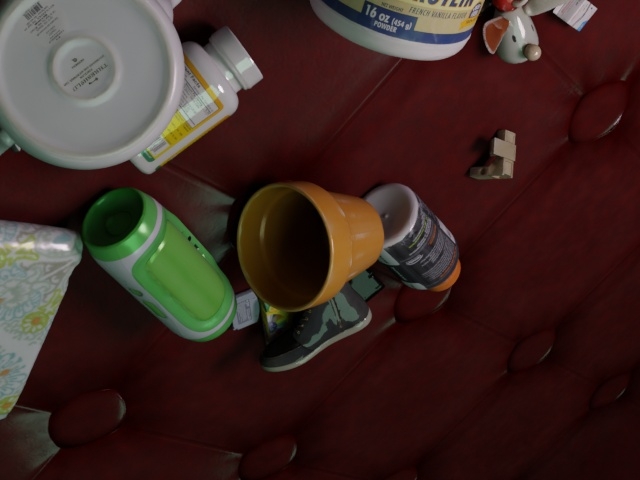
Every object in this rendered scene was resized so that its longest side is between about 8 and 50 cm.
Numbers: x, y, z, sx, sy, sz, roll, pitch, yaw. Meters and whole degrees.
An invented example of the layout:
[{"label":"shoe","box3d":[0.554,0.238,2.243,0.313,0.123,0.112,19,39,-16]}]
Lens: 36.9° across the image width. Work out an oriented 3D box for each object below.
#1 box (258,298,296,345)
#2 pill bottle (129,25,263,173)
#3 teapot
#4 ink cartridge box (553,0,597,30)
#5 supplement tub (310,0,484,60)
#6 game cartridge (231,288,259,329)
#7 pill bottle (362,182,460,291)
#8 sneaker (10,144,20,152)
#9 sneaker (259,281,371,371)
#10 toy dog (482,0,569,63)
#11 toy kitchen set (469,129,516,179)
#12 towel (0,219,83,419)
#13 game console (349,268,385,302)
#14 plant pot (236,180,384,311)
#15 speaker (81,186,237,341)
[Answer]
[{"label":"box","box3d":[-0.056,0.144,1.772,0.105,0.043,0.179,-22,140,-16]},{"label":"pill bottle","box3d":[-0.186,-0.194,1.293,0.208,0.117,0.117,-37,140,0]},{"label":"teapot","box3d":[-0.292,-0.204,1.164,0.256,0.187,0.253,2,98,-16]},{"label":"ink cartridge box","box3d":[0.424,-0.384,1.599,0.048,0.028,0.083,-54,153,20]},{"label":"supplement tub","box3d":[0.130,-0.415,1.219,0.228,0.228,0.316,-6,132,-32]},{"label":"game cartridge","box3d":[-0.137,0.122,1.714,0.056,0.017,0.083,-19,137,-15]},{"label":"pill bottle","box3d":[0.168,0.007,1.730,0.130,0.130,0.245,-42,139,6]},{"label":"sneaker","box3d":[-0.420,-0.145,1.244,0.035,0.031,0.083,-27,131,-2]},{"label":"sneaker","box3d":[-0.030,0.139,1.710,0.222,0.083,0.118,-30,120,3]},{"label":"toy dog","box3d":[0.304,-0.386,1.424,0.220,0.161,0.333,-46,139,11]},{"label":"toy kitchen set","box3d":[0.305,-0.159,1.747,0.068,0.075,0.083,12,81,-46]},{"label":"towel","box3d":[-0.549,0.118,1.363,0.320,0.090,0.374,5,125,-42]},{"label":"game console","box3d":[0.055,0.101,1.833,0.122,0.071,0.107,-40,110,3]},{"label":"plant pot","box3d":[0.000,0.000,1.569,0.188,0.205,0.205,-11,136,-49]},{"label":"speaker","box3d":[-0.241,0.043,1.477,0.131,0.131,0.296,-36,140,-1]}]
